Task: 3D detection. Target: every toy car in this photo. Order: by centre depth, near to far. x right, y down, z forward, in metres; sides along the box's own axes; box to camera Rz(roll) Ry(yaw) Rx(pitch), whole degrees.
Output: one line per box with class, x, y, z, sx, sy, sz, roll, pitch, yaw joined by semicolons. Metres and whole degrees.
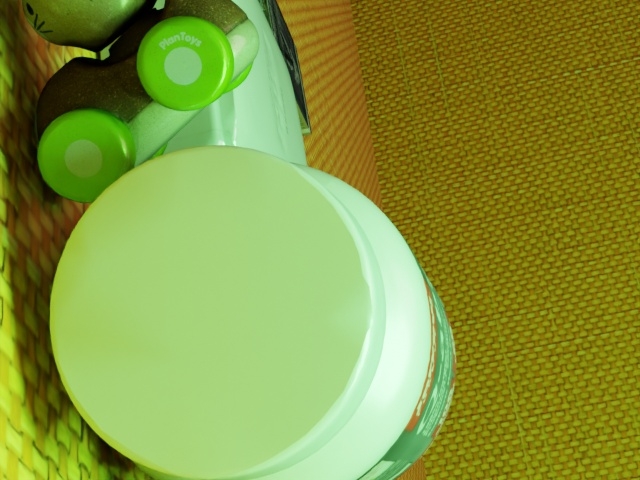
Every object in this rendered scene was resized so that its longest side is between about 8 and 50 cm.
toy car;-0.143;-0.133;0.752;0.188;0.149;0.155;48;8;-6

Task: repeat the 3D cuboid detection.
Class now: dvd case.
dvd case;-0.056;-0.276;1.905;0.221;0.018;0.165;61;18;-64

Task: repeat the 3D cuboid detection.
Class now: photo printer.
photo printer;-0.084;-0.101;1.058;0.307;0.107;0.256;63;17;-63

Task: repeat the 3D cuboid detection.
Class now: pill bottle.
pill bottle;-0.027;0.067;0.818;0.363;0.210;0.210;45;33;-76
